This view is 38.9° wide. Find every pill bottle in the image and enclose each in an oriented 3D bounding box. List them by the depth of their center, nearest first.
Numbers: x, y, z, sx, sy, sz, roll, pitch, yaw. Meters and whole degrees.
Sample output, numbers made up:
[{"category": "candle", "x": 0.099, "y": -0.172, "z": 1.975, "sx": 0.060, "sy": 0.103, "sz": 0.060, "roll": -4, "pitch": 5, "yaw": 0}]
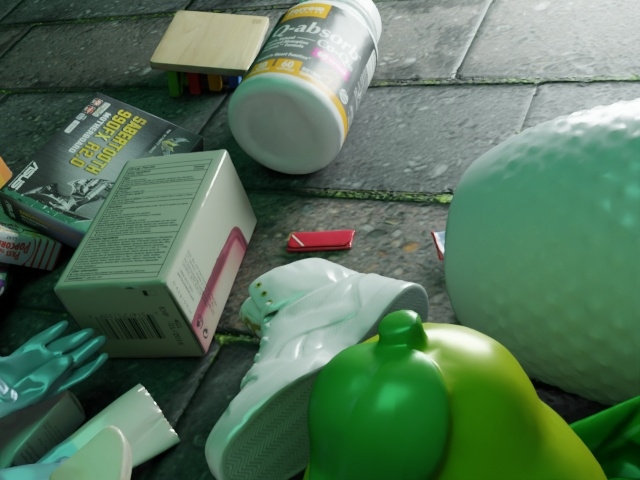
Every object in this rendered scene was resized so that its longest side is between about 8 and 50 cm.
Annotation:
[{"category": "pill bottle", "x": -0.011, "y": -0.235, "z": 1.270, "sx": 0.162, "sy": 0.162, "sz": 0.278, "roll": 0, "pitch": 44, "yaw": 24}]

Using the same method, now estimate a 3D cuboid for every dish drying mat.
[{"category": "dish drying mat", "x": 0.000, "y": 0.000, "z": 1.117, "sx": 0.083, "sy": 0.008, "sz": 0.032, "roll": -3, "pitch": 42, "yaw": 21}]

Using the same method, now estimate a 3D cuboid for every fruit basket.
[{"category": "fruit basket", "x": 0.103, "y": 0.222, "z": 0.511, "sx": 0.392, "sy": 0.392, "sz": 0.283, "roll": -22, "pitch": 55, "yaw": -1}]

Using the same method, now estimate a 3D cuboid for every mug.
[{"category": "mug", "x": 0.313, "y": -0.001, "z": 0.805, "sx": 0.328, "sy": 0.276, "sz": 0.374, "roll": 3, "pitch": 19, "yaw": 33}]

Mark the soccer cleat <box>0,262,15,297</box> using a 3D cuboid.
[{"category": "soccer cleat", "x": -0.472, "y": 0.056, "z": 1.143, "sx": 0.109, "sy": 0.116, "sz": 0.318, "roll": -25, "pitch": 24, "yaw": 5}]

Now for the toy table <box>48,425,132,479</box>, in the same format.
[{"category": "toy table", "x": -0.223, "y": 0.287, "z": 0.725, "sx": 0.274, "sy": 0.252, "sz": 0.161, "roll": -34, "pitch": 56, "yaw": -31}]

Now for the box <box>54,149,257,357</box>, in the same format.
[{"category": "box", "x": -0.188, "y": 0.015, "z": 1.091, "sx": 0.149, "sy": 0.126, "sz": 0.232, "roll": -4, "pitch": 42, "yaw": 21}]

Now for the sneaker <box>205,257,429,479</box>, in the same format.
[{"category": "sneaker", "x": -0.040, "y": 0.125, "z": 0.927, "sx": 0.169, "sy": 0.108, "sz": 0.292, "roll": 18, "pitch": 44, "yaw": 40}]

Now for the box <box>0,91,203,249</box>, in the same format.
[{"category": "box", "x": -0.300, "y": -0.091, "z": 1.267, "sx": 0.183, "sy": 0.056, "sz": 0.231, "roll": 24, "pitch": 54, "yaw": 13}]

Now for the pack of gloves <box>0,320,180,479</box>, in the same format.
[{"category": "pack of gloves", "x": -0.297, "y": 0.199, "z": 0.941, "sx": 0.232, "sy": 0.046, "sz": 0.195, "roll": -27, "pitch": 63, "yaw": -29}]

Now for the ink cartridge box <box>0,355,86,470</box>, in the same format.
[{"category": "ink cartridge box", "x": -0.400, "y": 0.235, "z": 0.993, "sx": 0.189, "sy": 0.066, "sz": 0.232, "roll": 15, "pitch": 47, "yaw": 36}]

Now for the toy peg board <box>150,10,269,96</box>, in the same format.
[{"category": "toy peg board", "x": -0.178, "y": -0.302, "z": 1.504, "sx": 0.161, "sy": 0.079, "sz": 0.161, "roll": 6, "pitch": 45, "yaw": 8}]

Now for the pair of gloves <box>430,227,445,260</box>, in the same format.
[{"category": "pair of gloves", "x": 0.211, "y": 0.015, "z": 0.996, "sx": 0.159, "sy": 0.023, "sz": 0.198, "roll": -18, "pitch": 40, "yaw": 1}]

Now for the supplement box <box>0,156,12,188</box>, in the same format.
[{"category": "supplement box", "x": -0.565, "y": -0.051, "z": 1.374, "sx": 0.080, "sy": 0.078, "sz": 0.233, "roll": -4, "pitch": 42, "yaw": 20}]

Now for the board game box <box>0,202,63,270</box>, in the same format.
[{"category": "board game box", "x": -0.466, "y": -0.024, "z": 1.249, "sx": 0.193, "sy": 0.147, "sz": 0.045, "roll": 29, "pitch": 100, "yaw": 44}]
